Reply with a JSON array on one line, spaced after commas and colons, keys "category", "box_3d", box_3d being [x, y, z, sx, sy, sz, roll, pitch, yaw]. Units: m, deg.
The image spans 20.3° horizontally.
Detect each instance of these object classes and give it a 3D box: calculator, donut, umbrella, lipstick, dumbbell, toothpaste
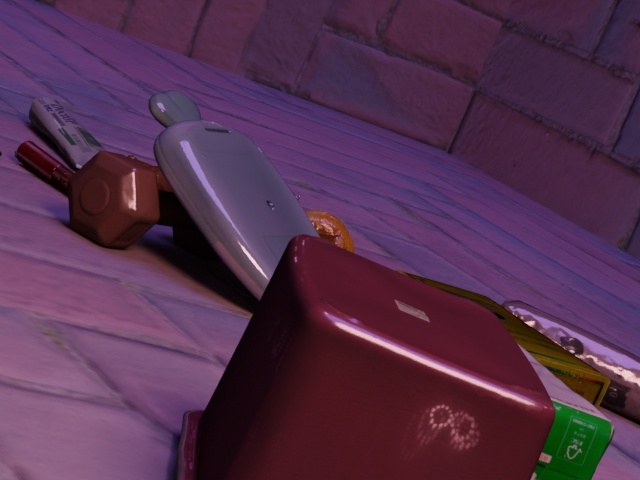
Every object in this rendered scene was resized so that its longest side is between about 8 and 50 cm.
[{"category": "calculator", "box_3d": [-0.073, -0.033, 1.733, 0.299, 0.041, 0.185, 56, 22, 16]}, {"category": "donut", "box_3d": [0.000, 0.000, 2.150, 0.083, 0.067, 0.038, 56, 2, -1]}, {"category": "umbrella", "box_3d": [0.340, 0.159, 1.968, 0.337, 0.067, 0.073, 25, 20, 10]}, {"category": "lipstick", "box_3d": [-0.253, -0.057, 1.835, 0.176, 0.027, 0.027, 32, 12, 38]}, {"category": "dumbbell", "box_3d": [-0.153, -0.032, 1.757, 0.231, 0.092, 0.082, 8, 46, -59]}, {"category": "toothpaste", "box_3d": [-0.293, -0.121, 2.079, 0.064, 0.041, 0.218, 6, 20, -32]}]

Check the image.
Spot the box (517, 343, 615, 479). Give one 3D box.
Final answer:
[{"category": "box", "box_3d": [0.105, 0.126, 1.430, 0.180, 0.103, 0.250, 21, 10, -21]}]

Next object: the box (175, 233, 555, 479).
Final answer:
[{"category": "box", "box_3d": [0.025, 0.114, 1.090, 0.193, 0.167, 0.294, 21, 9, -7]}]

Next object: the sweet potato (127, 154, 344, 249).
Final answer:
[{"category": "sweet potato", "box_3d": [-0.099, -0.028, 1.946, 0.314, 0.066, 0.072, 27, 2, 35]}]

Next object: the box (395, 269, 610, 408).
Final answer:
[{"category": "box", "box_3d": [0.175, 0.110, 1.847, 0.141, 0.064, 0.220, 17, 10, -36]}]

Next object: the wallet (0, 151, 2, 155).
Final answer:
[{"category": "wallet", "box_3d": [-0.411, -0.124, 1.761, 0.168, 0.052, 0.245, 28, 7, 4]}]
